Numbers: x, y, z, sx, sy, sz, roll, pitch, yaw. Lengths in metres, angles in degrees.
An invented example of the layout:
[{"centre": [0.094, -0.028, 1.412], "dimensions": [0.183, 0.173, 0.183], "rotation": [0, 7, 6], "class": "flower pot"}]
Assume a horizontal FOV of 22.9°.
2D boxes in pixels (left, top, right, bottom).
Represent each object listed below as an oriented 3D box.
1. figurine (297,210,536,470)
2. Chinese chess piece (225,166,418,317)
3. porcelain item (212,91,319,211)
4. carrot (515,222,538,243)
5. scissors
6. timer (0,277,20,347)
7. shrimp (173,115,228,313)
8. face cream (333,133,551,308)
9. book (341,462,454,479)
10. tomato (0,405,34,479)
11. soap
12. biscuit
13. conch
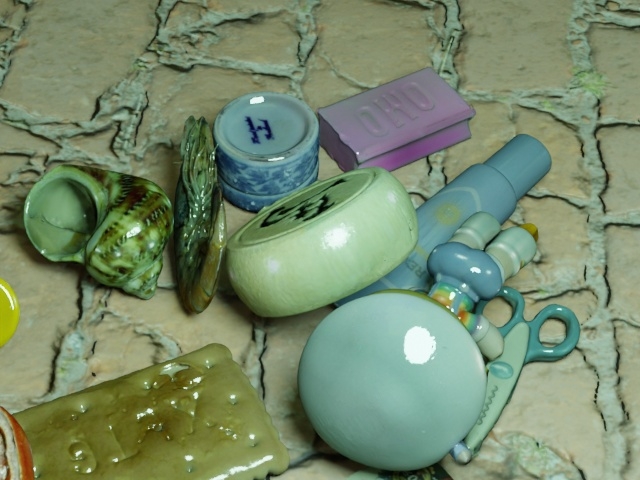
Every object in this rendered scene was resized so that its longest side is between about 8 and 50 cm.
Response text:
[{"centre": [0.117, 0.087, 1.887], "dimensions": [0.224, 0.205, 0.382], "rotation": [15, 47, 12], "class": "figurine"}, {"centre": [0.000, 0.000, 1.981], "dimensions": [0.250, 0.101, 0.250], "rotation": [-24, 14, 6], "class": "Chinese chess piece"}, {"centre": [-0.074, -0.119, 2.164], "dimensions": [0.147, 0.114, 0.147], "rotation": [0, 47, 0], "class": "porcelain item"}, {"centre": [0.228, 0.031, 2.086], "dimensions": [0.042, 0.042, 0.170], "rotation": [36, 54, 28], "class": "carrot"}, {"centre": [0.226, 0.166, 1.955], "dimensions": [0.138, 0.041, 0.289], "rotation": [22, 48, 12], "class": "scissors"}, {"centre": [-0.423, 0.091, 1.946], "dimensions": [0.107, 0.109, 0.107], "rotation": [1, 88, -12], "class": "timer"}, {"centre": [-0.148, -0.052, 2.026], "dimensions": [0.058, 0.169, 0.296], "rotation": [9, 64, -22], "class": "shrimp"}, {"centre": [0.166, -0.012, 2.100], "dimensions": [0.135, 0.086, 0.385], "rotation": [39, 60, 20], "class": "face cream"}, {"centre": [0.051, 0.370, 1.764], "dimensions": [0.322, 0.018, 0.228], "rotation": [-26, 52, -26], "class": "book"}, {"centre": [-0.416, 0.286, 1.751], "dimensions": [0.236, 0.095, 0.237], "rotation": [-6, 60, 11], "class": "tomato"}, {"centre": [0.105, -0.166, 2.255], "dimensions": [0.203, 0.065, 0.122], "rotation": [-23, 52, -24], "class": "soap"}, {"centre": [-0.217, 0.240, 1.860], "dimensions": [0.325, 0.044, 0.217], "rotation": [-18, 48, -19], "class": "biscuit"}, {"centre": [-0.277, -0.010, 2.050], "dimensions": [0.187, 0.124, 0.181], "rotation": [-25, 58, 11], "class": "conch"}]
